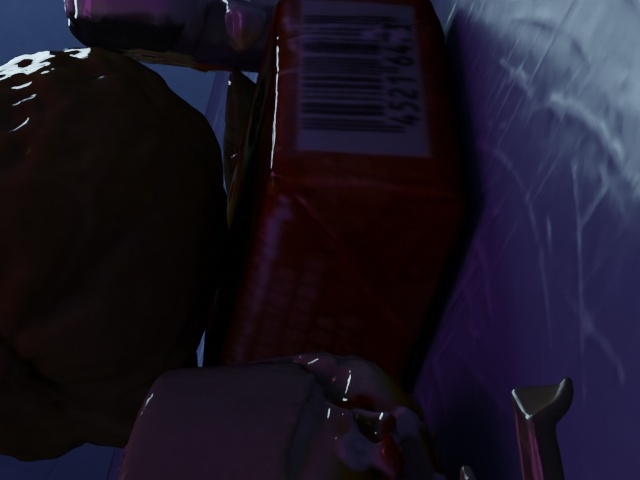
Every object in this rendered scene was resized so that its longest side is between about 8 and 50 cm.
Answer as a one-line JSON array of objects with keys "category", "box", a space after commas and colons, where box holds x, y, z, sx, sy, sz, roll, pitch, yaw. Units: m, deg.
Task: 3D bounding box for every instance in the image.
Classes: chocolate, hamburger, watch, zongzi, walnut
[{"category": "chocolate", "box": [0.000, 0.000, 0.919, 0.237, 0.108, 0.235, -93, 16, -55]}, {"category": "hamburger", "box": [-0.027, 0.196, 0.699, 0.227, 0.151, 0.295, -137, 52, -86]}, {"category": "watch", "box": [-0.043, -0.225, 1.058, 0.196, 0.244, 0.231, -130, 46, -80]}, {"category": "zongzi", "box": [-0.033, -0.078, 1.122, 0.189, 0.081, 0.178, -94, -13, -61]}, {"category": "walnut", "box": [-0.158, 0.001, 0.913, 0.224, 0.257, 0.257, -39, 25, 22]}]

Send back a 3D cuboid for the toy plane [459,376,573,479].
[{"category": "toy plane", "box": [0.057, 0.161, 0.398, 0.244, 0.092, 0.229, -95, 3, -71]}]
